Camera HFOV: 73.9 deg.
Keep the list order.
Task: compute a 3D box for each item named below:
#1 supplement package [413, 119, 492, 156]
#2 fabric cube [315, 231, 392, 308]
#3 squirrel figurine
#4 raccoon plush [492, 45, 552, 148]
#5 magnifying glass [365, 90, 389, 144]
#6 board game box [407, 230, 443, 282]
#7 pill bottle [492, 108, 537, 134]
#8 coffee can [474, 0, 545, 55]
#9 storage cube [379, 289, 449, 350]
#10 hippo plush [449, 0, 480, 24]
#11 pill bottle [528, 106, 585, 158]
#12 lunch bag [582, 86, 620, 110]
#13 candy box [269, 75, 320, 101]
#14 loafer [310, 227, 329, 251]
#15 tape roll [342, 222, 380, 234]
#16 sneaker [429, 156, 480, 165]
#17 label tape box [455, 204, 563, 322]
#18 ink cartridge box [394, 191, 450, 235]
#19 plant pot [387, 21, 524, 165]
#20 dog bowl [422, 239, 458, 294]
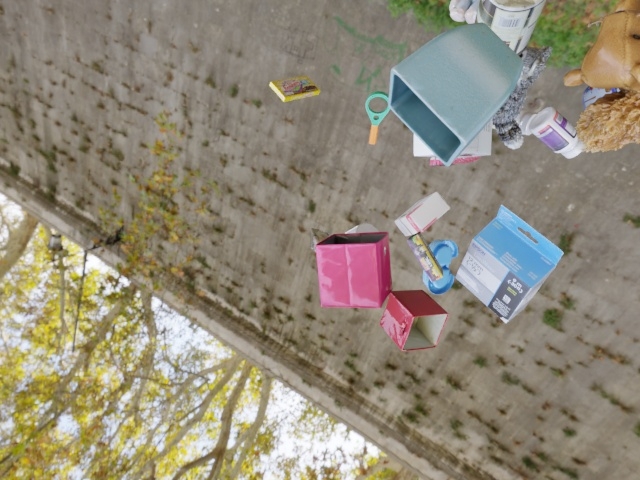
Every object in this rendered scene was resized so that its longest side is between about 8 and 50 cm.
[{"bbox_3d":[0.470,-0.375,1.512,0.203,0.150,0.194,-7,-171,-40],"label":"supplement package"},{"bbox_3d":[0.146,0.114,1.747,0.258,0.259,0.254,-2,-171,20],"label":"fabric cube"},{"bbox_3d":[0.792,-0.403,1.052,0.370,0.397,0.281,-24,-149,-29],"label":"squirrel figurine"},{"bbox_3d":[0.853,-0.609,1.777,0.446,0.216,0.299,32,153,-33],"label":"raccoon plush"},{"bbox_3d":[0.211,-0.461,1.614,0.092,0.231,0.026,6,-125,3],"label":"magnifying glass"},{"bbox_3d":[0.374,0.055,1.513,0.170,0.048,0.141,60,-162,4],"label":"board game box"},{"bbox_3d":[0.905,-0.574,2.020,0.119,0.119,0.208,-4,-153,-43],"label":"pill bottle"},{"bbox_3d":[0.620,-0.757,1.401,0.201,0.202,0.275,28,176,15],"label":"coffee can"},{"bbox_3d":[0.402,0.342,1.849,0.214,0.184,0.193,0,-153,-27],"label":"storage cube"},{"bbox_3d":[0.717,-1.105,1.859,0.294,0.237,0.234,-12,-132,-4],"label":"hippo plush"},{"bbox_3d":[0.883,-0.395,1.581,0.193,0.108,0.108,35,-158,-12],"label":"pill bottle"},{"bbox_3d":[1.158,-0.543,1.662,0.114,0.243,0.304,-2,-111,-2],"label":"lunch bag"},{"bbox_3d":[-0.106,-0.646,1.804,0.205,0.027,0.105,-28,-111,-38],"label":"candy box"},{"bbox_3d":[0.000,0.000,2.092,0.091,0.102,0.268,-1,-165,-7],"label":"loafer"},{"bbox_3d":[0.226,0.045,2.358,0.246,0.169,0.246,21,-125,-33],"label":"tape roll"},{"bbox_3d":[0.536,-0.366,1.732,0.120,0.112,0.299,-5,-173,-19],"label":"sneaker"},{"bbox_3d":[0.628,0.088,1.457,0.115,0.348,0.249,-29,-123,-20],"label":"label tape box"},{"bbox_3d":[0.417,-0.105,1.768,0.092,0.158,0.218,50,173,1],"label":"ink cartridge box"},{"bbox_3d":[0.347,-0.383,1.072,0.247,0.252,0.248,48,-177,7],"label":"plant pot"},{"bbox_3d":[0.622,0.131,2.232,0.165,0.298,0.074,-3,-163,-22],"label":"dog bowl"}]
